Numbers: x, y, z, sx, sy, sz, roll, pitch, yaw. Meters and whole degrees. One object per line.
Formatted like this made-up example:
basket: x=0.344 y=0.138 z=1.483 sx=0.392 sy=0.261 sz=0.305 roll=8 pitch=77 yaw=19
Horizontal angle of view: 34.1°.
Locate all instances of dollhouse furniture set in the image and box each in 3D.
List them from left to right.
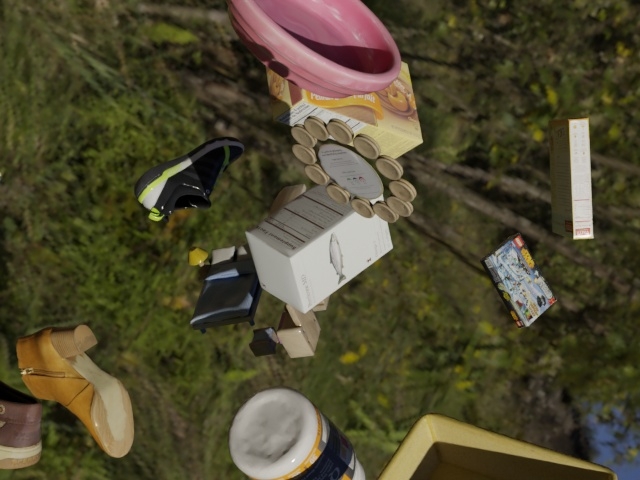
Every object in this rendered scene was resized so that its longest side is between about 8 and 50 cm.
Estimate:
dollhouse furniture set: x=-0.156 y=0.065 z=1.952 sx=0.286 sy=0.303 sz=0.198 roll=-74 pitch=147 yaw=-49

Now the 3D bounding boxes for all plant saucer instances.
plant saucer: x=-0.023 y=-0.344 z=1.698 sx=0.084 sy=0.332 sz=0.332 roll=-52 pitch=-175 yaw=31
plant saucer: x=0.221 y=0.433 z=1.527 sx=0.333 sy=0.332 sz=0.081 roll=-49 pitch=137 yaw=-35

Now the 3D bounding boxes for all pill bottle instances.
pill bottle: x=-0.032 y=0.373 z=1.793 sx=0.162 sy=0.162 sz=0.278 roll=-62 pitch=144 yaw=-19

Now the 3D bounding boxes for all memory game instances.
memory game: x=0.039 y=-0.088 z=1.309 sx=0.012 sy=0.186 sz=0.186 roll=-53 pitch=176 yaw=-23

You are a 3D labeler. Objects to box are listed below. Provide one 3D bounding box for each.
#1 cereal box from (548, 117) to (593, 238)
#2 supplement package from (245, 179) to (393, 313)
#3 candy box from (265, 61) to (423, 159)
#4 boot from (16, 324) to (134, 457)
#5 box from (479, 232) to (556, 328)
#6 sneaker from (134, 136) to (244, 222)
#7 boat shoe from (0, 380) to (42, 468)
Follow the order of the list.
cereal box: x=0.508 y=-0.128 z=2.123 sx=0.173 sy=0.047 sz=0.240 roll=-106 pitch=-169 yaw=-84
supplement package: x=0.000 y=0.000 z=1.480 sx=0.179 sy=0.105 sz=0.105 roll=-36 pitch=132 yaw=-26
candy box: x=0.044 y=-0.280 z=1.938 sx=0.087 sy=0.316 sz=0.183 roll=-30 pitch=-121 yaw=40
boot: x=-0.510 y=0.315 z=2.150 sx=0.211 sy=0.295 sz=0.104 roll=-17 pitch=-176 yaw=38
box: x=0.338 y=0.068 z=1.778 sx=0.094 sy=0.137 sz=0.027 roll=-33 pitch=-175 yaw=-37
sneaker: x=-0.208 y=-0.093 z=1.757 sx=0.234 sy=0.097 sz=0.084 roll=-31 pitch=168 yaw=-37
boat shoe: x=-0.536 y=0.213 z=1.550 sx=0.123 sy=0.342 sz=0.123 roll=-7 pitch=116 yaw=-54
